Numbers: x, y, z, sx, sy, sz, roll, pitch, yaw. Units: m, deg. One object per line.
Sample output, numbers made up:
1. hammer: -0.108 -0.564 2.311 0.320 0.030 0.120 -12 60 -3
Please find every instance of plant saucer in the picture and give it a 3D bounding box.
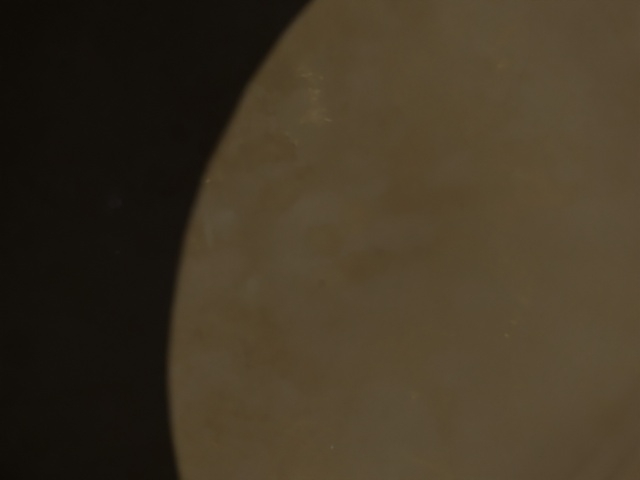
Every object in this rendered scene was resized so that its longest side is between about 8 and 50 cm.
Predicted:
1. plant saucer: 0.000 0.000 0.329 0.277 0.278 0.041 -21 7 5
